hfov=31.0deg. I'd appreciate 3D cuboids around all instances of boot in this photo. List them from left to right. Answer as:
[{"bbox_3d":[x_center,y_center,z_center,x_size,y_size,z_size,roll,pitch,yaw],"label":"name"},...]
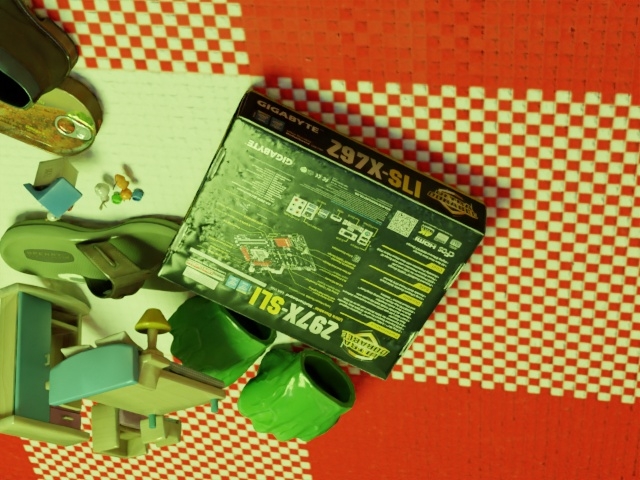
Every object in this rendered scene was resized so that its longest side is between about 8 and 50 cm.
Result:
[{"bbox_3d":[-0.381,-0.238,1.288,0.219,0.106,0.082,35,132,-16],"label":"boot"}]

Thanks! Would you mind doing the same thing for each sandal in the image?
[{"bbox_3d":[-0.286,0.038,1.526,0.303,0.086,0.120,0,132,12],"label":"sandal"}]

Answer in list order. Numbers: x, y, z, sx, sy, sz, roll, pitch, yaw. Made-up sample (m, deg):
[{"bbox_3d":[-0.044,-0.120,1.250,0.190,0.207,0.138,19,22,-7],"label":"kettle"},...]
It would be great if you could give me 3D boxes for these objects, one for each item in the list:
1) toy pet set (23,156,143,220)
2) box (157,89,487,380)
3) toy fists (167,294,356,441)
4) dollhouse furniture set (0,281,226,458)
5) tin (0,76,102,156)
[{"bbox_3d":[-0.307,-0.049,1.448,0.122,0.065,0.114,-8,148,23],"label":"toy pet set"},{"bbox_3d":[0.000,0.000,1.388,0.322,0.079,0.257,25,125,-7],"label":"box"},{"bbox_3d":[-0.088,0.174,1.595,0.279,0.096,0.142,40,123,-18],"label":"toy fists"},{"bbox_3d":[-0.248,0.150,1.546,0.303,0.198,0.286,-18,153,30],"label":"dollhouse furniture set"},{"bbox_3d":[-0.356,-0.169,1.395,0.190,0.040,0.106,23,138,-5],"label":"tin"}]
